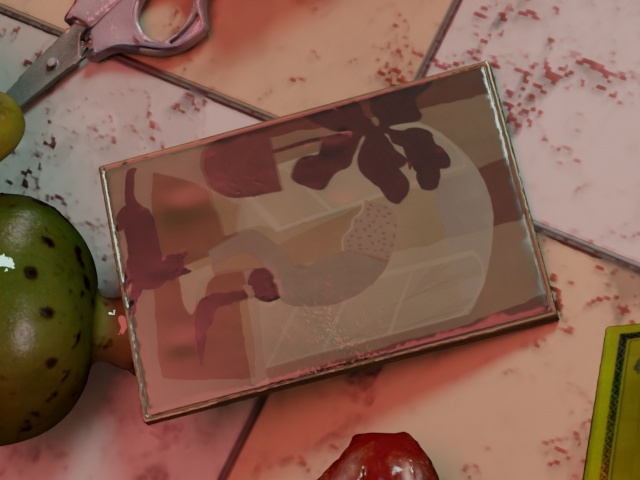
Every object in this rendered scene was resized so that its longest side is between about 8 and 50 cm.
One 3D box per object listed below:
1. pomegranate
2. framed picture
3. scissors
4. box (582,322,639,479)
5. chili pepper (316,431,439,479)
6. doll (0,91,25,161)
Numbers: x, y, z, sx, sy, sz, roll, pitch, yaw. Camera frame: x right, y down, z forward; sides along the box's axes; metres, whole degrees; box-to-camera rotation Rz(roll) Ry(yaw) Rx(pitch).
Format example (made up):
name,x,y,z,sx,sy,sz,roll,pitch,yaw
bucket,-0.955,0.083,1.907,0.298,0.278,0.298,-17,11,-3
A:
name,x,y,z,sx,sy,sz,roll,pitch,yaw
pomegranate,-0.157,0.040,0.950,0.130,0.130,0.130,-8,71,23
framed picture,0.000,0.000,0.915,0.201,0.010,0.136,-15,67,6
scissors,-0.138,-0.103,1.037,0.189,0.015,0.100,-39,64,11
box,0.215,0.089,0.749,0.220,0.064,0.141,-7,41,21
chili pepper,0.013,0.208,0.827,0.144,0.136,0.252,126,147,-54
doll,-0.375,-0.088,1.031,0.348,0.161,0.423,-25,42,-15
